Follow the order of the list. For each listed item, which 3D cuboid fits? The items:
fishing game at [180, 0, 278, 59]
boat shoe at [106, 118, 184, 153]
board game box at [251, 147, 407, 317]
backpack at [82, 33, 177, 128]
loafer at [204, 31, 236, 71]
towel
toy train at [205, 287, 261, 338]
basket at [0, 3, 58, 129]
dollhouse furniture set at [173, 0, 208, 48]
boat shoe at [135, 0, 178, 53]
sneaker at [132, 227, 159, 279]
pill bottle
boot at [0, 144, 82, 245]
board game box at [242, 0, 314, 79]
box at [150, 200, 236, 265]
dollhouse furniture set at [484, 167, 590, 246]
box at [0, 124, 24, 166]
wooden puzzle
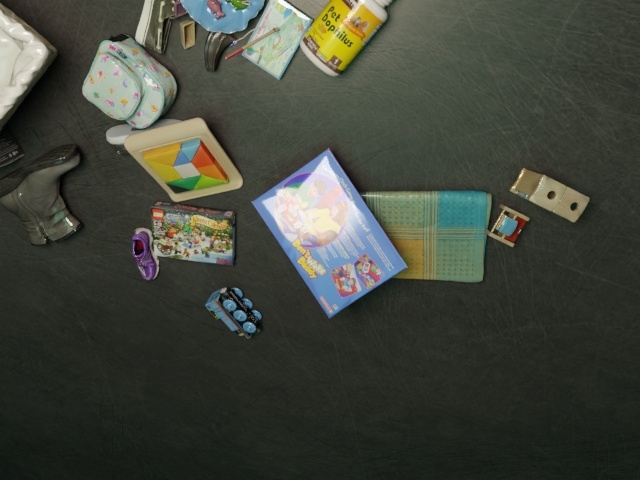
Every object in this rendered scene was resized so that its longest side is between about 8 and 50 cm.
[{"bbox_3d":[-0.205,-0.537,1.043,0.189,0.041,0.264,-31,105,-5],"label":"fishing game"},{"bbox_3d":[-0.431,-0.255,1.265,0.228,0.080,0.076,-4,137,5],"label":"boat shoe"},{"bbox_3d":[0.024,-0.017,1.235,0.233,0.078,0.347,-33,90,7],"label":"board game box"},{"bbox_3d":[-0.446,-0.362,1.162,0.188,0.144,0.166,35,123,-19],"label":"backpack"},{"bbox_3d":[-0.223,-0.465,1.126,0.061,0.062,0.170,17,121,-8],"label":"loafer"},{"bbox_3d":[0.257,-0.011,1.329,0.369,0.040,0.272,1,119,8],"label":"towel"},{"bbox_3d":[-0.260,0.221,1.504,0.105,0.080,0.184,-23,116,28],"label":"toy train"},{"bbox_3d":[-0.797,-0.394,1.052,0.331,0.266,0.328,38,95,-25],"label":"basket"},{"bbox_3d":[-0.268,-0.482,1.119,0.081,0.091,0.114,43,150,14],"label":"dollhouse furniture set"},{"bbox_3d":[-0.347,-0.528,1.102,0.070,0.078,0.219,28,127,-7],"label":"boat shoe"},{"bbox_3d":[-0.524,0.047,1.442,0.068,0.071,0.170,1,120,7],"label":"sneaker"},{"bbox_3d":[0.062,-0.467,1.053,0.117,0.117,0.215,38,117,-14],"label":"pill bottle"},{"bbox_3d":[-0.733,-0.118,1.368,0.338,0.118,0.223,-16,119,28],"label":"boot"},{"bbox_3d":[-0.099,-0.465,1.128,0.103,0.026,0.154,32,118,-10],"label":"board game box"},{"bbox_3d":[-0.357,-0.019,1.399,0.232,0.044,0.159,7,120,3],"label":"box"},{"bbox_3d":[0.518,-0.058,1.192,0.128,0.129,0.184,25,104,-6],"label":"dollhouse furniture set"},{"bbox_3d":[-0.920,-0.282,1.290,0.153,0.108,0.207,-13,116,14],"label":"box"},{"bbox_3d":[-0.342,-0.190,1.254,0.220,0.044,0.239,-10,144,13],"label":"wooden puzzle"}]
